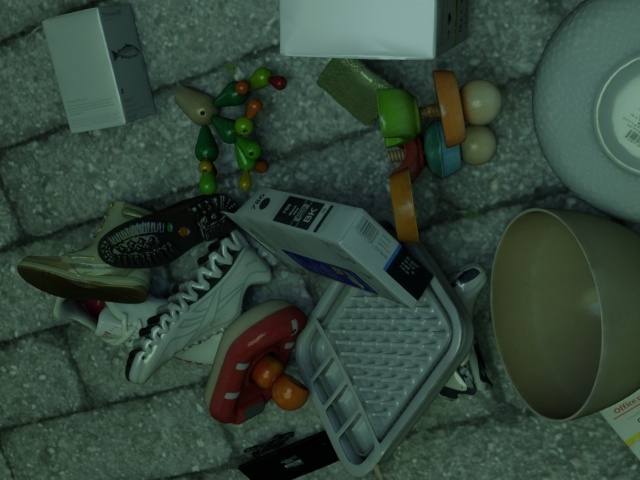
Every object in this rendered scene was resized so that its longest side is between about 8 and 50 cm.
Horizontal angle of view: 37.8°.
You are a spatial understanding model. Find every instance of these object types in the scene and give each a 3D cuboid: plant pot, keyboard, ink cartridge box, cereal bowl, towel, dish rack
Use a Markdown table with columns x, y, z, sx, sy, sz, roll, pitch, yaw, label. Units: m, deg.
| x | y | z | sx | sy | sz | roll | pitch | yaw | label |
| --- | --- | --- | --- | --- | --- | --- | --- | --- | --- |
| 0.380 | 0.090 | 1.268 | 0.191 | 0.284 | 0.284 | -5 | 108 | -17 | plant pot |
| -0.053 | 0.364 | 1.610 | 0.192 | 0.038 | 0.100 | -27 | 120 | 23 | keyboard |
| 0.000 | 0.000 | 1.349 | 0.165 | 0.333 | 0.065 | 40 | 75 | -33 | ink cartridge box |
| 0.441 | -0.174 | 1.210 | 0.339 | 0.141 | 0.339 | 5 | 108 | 16 | cereal bowl |
| 0.079 | -0.347 | 1.207 | 0.197 | 0.270 | 0.198 | 5 | 108 | 16 | ink cartridge box |
| 0.051 | -0.219 | 1.339 | 0.110 | 0.148 | 0.027 | 39 | 76 | -2 | towel |
| 0.489 | 0.251 | 1.364 | 0.115 | 0.067 | 0.198 | -41 | 90 | 25 | ink cartridge box |
| 0.096 | 0.153 | 1.389 | 0.333 | 0.072 | 0.285 | -60 | 39 | 31 | dish rack |

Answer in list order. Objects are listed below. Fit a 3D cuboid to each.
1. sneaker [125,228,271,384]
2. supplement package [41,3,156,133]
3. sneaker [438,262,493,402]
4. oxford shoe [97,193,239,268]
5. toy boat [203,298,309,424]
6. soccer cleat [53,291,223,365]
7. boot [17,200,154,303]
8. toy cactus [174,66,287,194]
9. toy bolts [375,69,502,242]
| x | y | z | sx | sy | sz | roll | pitch | yaw | label |
| --- | --- | --- | --- | --- | --- | --- | --- | --- | --- |
| -0.190 | 0.120 | 1.474 | 0.118 | 0.110 | 0.292 | 43 | 75 | -13 | sneaker |
| -0.345 | -0.270 | 1.465 | 0.105 | 0.105 | 0.179 | -7 | 105 | 21 | supplement package |
| 0.219 | 0.154 | 1.412 | 0.153 | 0.094 | 0.235 | 36 | 114 | 4 | sneaker |
| -0.241 | -0.015 | 1.484 | 0.227 | 0.096 | 0.083 | -17 | 106 | -9 | oxford shoe |
| -0.079 | 0.210 | 1.479 | 0.151 | 0.151 | 0.231 | 35 | 123 | 26 | toy boat |
| -0.288 | 0.145 | 1.553 | 0.331 | 0.143 | 0.116 | 18 | 111 | 13 | soccer cleat |
| -0.369 | 0.012 | 1.524 | 0.213 | 0.165 | 0.077 | 8 | 148 | 3 | boot |
| -0.146 | -0.185 | 1.442 | 0.180 | 0.112 | 0.219 | 38 | 118 | 25 | toy cactus |
| 0.171 | -0.111 | 1.272 | 0.158 | 0.228 | 0.218 | -8 | 88 | 6 | toy bolts |
